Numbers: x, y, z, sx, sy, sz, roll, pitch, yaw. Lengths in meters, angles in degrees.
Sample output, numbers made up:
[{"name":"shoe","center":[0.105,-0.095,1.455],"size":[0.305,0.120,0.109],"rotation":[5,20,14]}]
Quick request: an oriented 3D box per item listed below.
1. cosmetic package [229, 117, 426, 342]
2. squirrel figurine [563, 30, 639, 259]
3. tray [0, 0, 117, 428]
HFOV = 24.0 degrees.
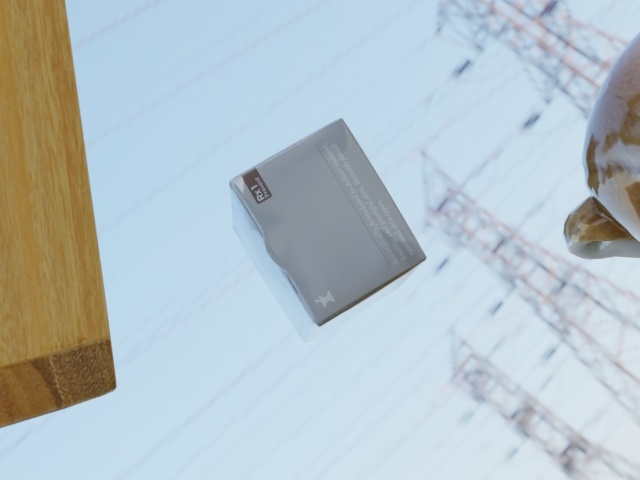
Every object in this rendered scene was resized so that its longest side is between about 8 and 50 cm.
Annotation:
[{"name":"cosmetic package","center":[0.000,0.000,1.166],"size":[0.107,0.127,0.238],"rotation":[-31,-3,-9]},{"name":"squirrel figurine","center":[0.325,-0.009,0.811],"size":[0.397,0.370,0.281],"rotation":[-36,-34,-72]},{"name":"tray","center":[-0.218,-0.070,0.481],"size":[0.076,0.411,0.202],"rotation":[-15,-76,-39]}]
